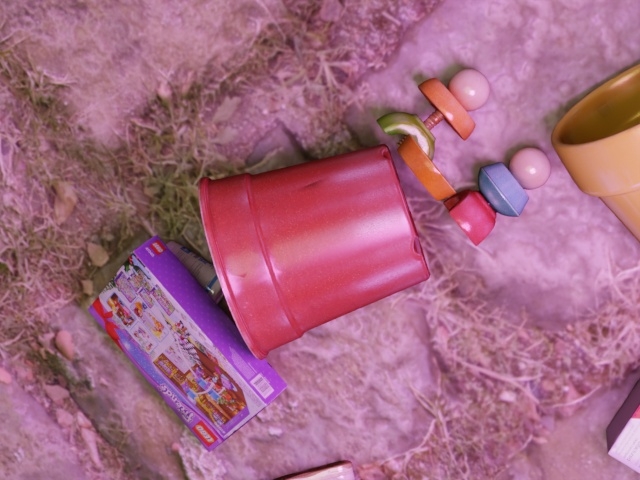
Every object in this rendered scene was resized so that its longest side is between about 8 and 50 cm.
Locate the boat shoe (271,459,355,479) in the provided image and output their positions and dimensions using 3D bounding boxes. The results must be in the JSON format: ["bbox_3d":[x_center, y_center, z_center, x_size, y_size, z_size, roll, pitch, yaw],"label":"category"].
[{"bbox_3d":[-0.028,0.381,1.881,0.170,0.063,0.059,-17,87,12],"label":"boat shoe"}]

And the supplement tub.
[{"bbox_3d":[-0.196,0.056,1.876,0.107,0.071,0.071,32,102,6],"label":"supplement tub"}]

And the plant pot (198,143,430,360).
[{"bbox_3d":[0.000,0.000,1.745,0.265,0.272,0.272,-18,92,5],"label":"plant pot"}]

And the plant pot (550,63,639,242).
[{"bbox_3d":[0.469,-0.095,1.644,0.254,0.254,0.239,-28,105,13],"label":"plant pot"}]

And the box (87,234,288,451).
[{"bbox_3d":[-0.202,0.156,1.844,0.293,0.057,0.201,49,138,3],"label":"box"}]

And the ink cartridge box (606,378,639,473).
[{"bbox_3d":[0.504,0.276,1.726,0.176,0.127,0.128,31,101,6],"label":"ink cartridge box"}]

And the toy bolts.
[{"bbox_3d":[0.215,-0.117,1.718,0.158,0.218,0.228,-39,106,7],"label":"toy bolts"}]
